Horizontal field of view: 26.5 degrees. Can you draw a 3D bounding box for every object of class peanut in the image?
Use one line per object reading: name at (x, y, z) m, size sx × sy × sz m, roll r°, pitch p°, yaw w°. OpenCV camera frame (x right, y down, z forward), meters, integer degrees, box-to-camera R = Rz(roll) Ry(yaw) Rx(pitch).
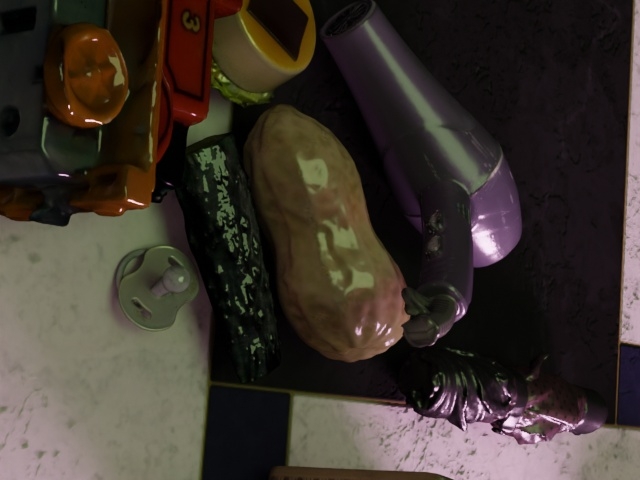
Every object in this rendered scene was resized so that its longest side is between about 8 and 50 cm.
peanut at (0.000, 0.000, 1.248) m, size 0.123 × 0.123 × 0.257 m, roll -38°, pitch 114°, yaw -40°

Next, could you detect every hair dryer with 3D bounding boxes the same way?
hair dryer at (0.096, -0.034, 1.255) m, size 0.301 × 0.121 × 0.361 m, roll 54°, pitch 22°, yaw -28°

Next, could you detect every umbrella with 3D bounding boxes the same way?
umbrella at (0.204, 0.171, 1.459) m, size 0.326 × 0.090 × 0.094 m, roll 18°, pitch 53°, yaw -43°

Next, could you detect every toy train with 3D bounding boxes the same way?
toy train at (-0.169, -0.191, 1.071) m, size 0.231 × 0.163 × 0.369 m, roll 12°, pitch 78°, yaw -52°

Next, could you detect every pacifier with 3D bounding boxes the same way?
pacifier at (-0.134, 0.034, 1.151) m, size 0.068 × 0.064 × 0.083 m, roll 47°, pitch 54°, yaw -11°

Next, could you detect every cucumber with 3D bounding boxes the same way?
cucumber at (-0.071, 0.013, 1.197) m, size 0.078 × 0.062 × 0.211 m, roll -57°, pitch 130°, yaw -72°

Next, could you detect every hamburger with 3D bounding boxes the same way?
hamburger at (-0.067, -0.186, 1.222) m, size 0.126 × 0.081 × 0.141 m, roll 26°, pitch 57°, yaw -44°

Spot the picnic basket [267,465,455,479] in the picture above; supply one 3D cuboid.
picnic basket at (0.084, 0.344, 1.233) m, size 0.313 × 0.228 × 0.175 m, roll 40°, pitch 58°, yaw -37°
